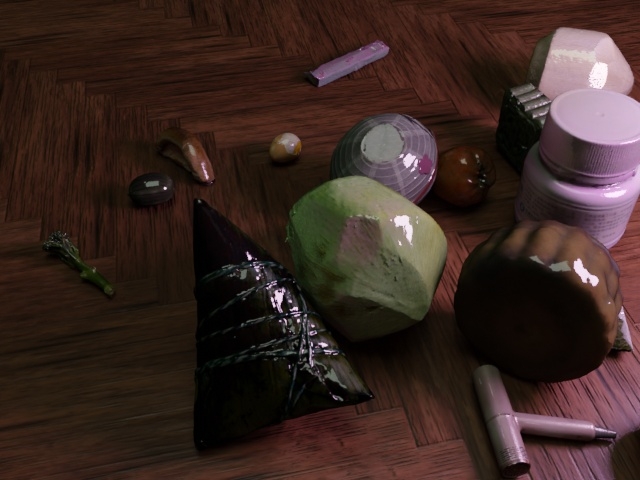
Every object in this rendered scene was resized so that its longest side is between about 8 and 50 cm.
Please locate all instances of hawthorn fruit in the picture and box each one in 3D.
[{"bbox_3d":[0.324,-0.149,1.640,0.149,0.149,0.189,-13,6,-12],"label":"hawthorn fruit"}]

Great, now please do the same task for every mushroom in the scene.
[{"bbox_3d":[-0.329,-0.220,1.735,0.072,0.094,0.210,-36,50,-27],"label":"mushroom"}]

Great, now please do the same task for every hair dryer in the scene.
[{"bbox_3d":[0.391,0.300,1.219,0.220,0.053,0.195,-4,44,-5],"label":"hair dryer"}]

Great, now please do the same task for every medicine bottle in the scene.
[{"bbox_3d":[0.554,-0.142,1.490,0.241,0.302,0.241,0,44,0],"label":"medicine bottle"}]

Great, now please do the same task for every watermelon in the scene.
[{"bbox_3d":[-0.395,-0.119,1.639,0.111,0.078,0.078,-11,45,-10],"label":"watermelon"}]

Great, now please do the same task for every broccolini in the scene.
[{"bbox_3d":[-0.502,0.045,1.486,0.216,0.067,0.058,30,91,28],"label":"broccolini"}]

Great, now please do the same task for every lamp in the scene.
[{"bbox_3d":[0.144,-0.164,1.576,0.233,0.233,0.265,21,74,21],"label":"lamp"}]

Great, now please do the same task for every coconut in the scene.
[{"bbox_3d":[0.671,-0.423,1.824,0.266,0.237,0.237,21,48,20],"label":"coconut"},{"bbox_3d":[0.091,0.038,1.317,0.281,0.328,0.328,-19,47,-31],"label":"coconut"}]

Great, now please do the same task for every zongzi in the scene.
[{"bbox_3d":[-0.128,0.119,1.204,0.319,0.362,0.383,-21,47,5],"label":"zongzi"}]

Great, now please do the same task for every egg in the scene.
[{"bbox_3d":[-0.090,-0.229,1.751,0.071,0.071,0.083,29,55,27],"label":"egg"}]

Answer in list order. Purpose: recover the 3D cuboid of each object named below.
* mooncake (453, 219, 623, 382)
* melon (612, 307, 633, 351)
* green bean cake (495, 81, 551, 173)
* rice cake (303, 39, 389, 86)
[{"bbox_3d":[0.389,0.101,1.259,0.290,0.290,0.161,20,43,20],"label":"mooncake"},{"bbox_3d":[0.533,0.120,1.366,0.202,0.139,0.093,29,29,30],"label":"melon"},{"bbox_3d":[0.504,-0.263,1.697,0.094,0.185,0.183,-15,48,-11],"label":"green bean cake"},{"bbox_3d":[0.077,-0.528,2.067,0.290,0.051,0.081,-30,52,-27],"label":"rice cake"}]
